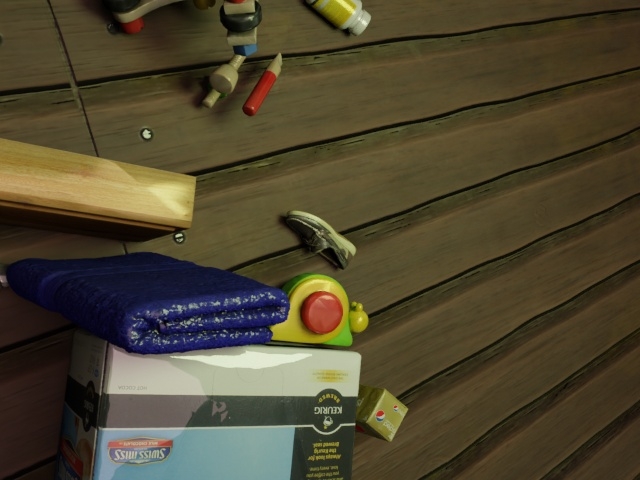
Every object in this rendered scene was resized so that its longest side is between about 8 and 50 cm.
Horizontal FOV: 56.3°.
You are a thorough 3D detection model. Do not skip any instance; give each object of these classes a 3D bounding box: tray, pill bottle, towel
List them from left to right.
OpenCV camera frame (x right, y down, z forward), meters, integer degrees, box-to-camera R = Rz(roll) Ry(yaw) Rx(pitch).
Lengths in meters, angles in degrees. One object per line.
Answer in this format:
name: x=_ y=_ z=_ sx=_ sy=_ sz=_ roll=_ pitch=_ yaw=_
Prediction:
tray: x=-0.383 y=-0.064 z=0.720 sx=0.411 sy=0.203 sz=0.076 roll=8 pitch=81 yaw=-31
towel: x=-0.215 y=0.075 z=0.734 sx=0.228 sy=0.308 sz=0.076 roll=-4 pitch=100 yaw=-46
pill bottle: x=0.035 y=-0.434 z=1.106 sx=0.116 sy=0.065 sz=0.065 roll=31 pitch=69 yaw=-25

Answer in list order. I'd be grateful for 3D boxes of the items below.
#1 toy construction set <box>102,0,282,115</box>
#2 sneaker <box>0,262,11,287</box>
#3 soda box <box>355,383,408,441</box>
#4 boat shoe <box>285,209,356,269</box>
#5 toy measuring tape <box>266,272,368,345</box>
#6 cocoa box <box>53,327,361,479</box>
toy construction set: x=-0.150 y=-0.380 z=0.916 sx=0.309 sy=0.258 sz=0.237 roll=56 pitch=45 yaw=-38
sneaker: x=-0.457 y=0.021 z=0.750 sx=0.167 sy=0.065 sz=0.076 roll=9 pitch=75 yaw=-33
soda box: x=0.055 y=0.270 z=0.971 sx=0.058 sy=0.181 sz=0.061 roll=44 pitch=65 yaw=-21
boat shoe: x=0.000 y=0.000 z=1.041 sx=0.152 sy=0.056 sz=0.049 roll=32 pitch=64 yaw=-26
toy measuring tape: x=-0.070 y=0.101 z=0.961 sx=0.330 sy=0.121 sz=0.121 roll=9 pitch=80 yaw=-21
cocoa box: x=-0.153 y=0.249 z=0.813 sx=0.347 sy=0.231 sz=0.227 roll=10 pitch=81 yaw=-31
